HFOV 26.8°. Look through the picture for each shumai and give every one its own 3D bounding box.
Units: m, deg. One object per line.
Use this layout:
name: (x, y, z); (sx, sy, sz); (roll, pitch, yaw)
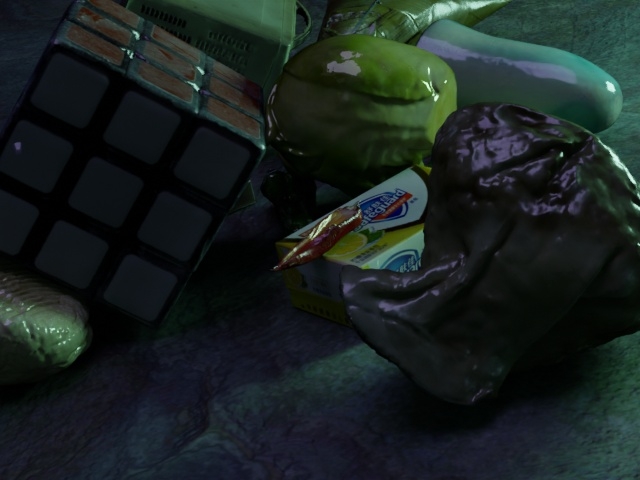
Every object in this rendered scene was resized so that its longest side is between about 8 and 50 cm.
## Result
shumai: (0.197, 0.052, 1.424); (0.330, 0.292, 0.288); (27, 49, 24)

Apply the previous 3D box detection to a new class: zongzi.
zongzi: (0.178, -0.382, 2.477); (0.361, 0.160, 0.323); (-2, 31, 7)

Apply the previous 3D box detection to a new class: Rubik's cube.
Rubik's cube: (-0.270, -0.114, 1.789); (0.304, 0.301, 0.305); (28, 19, -12)

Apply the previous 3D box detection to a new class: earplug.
earplug: (0.315, -0.233, 2.069); (0.324, 0.185, 0.185); (14, 35, 35)

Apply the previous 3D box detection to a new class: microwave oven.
microwave oven: (-0.208, -0.333, 2.357); (0.333, 0.247, 0.394); (18, 23, -8)

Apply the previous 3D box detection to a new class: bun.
bun: (-0.400, 0.106, 1.713); (0.220, 0.134, 0.220); (19, 22, -8)

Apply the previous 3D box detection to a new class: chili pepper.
chili pepper: (-0.029, -0.043, 1.949); (0.088, 0.059, 0.227); (-11, 26, -7)
chili pepper: (0.000, 0.000, 1.639); (0.045, 0.027, 0.178); (3, 29, 39)

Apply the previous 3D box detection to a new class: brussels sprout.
brussels sprout: (0.047, -0.169, 1.897); (0.294, 0.227, 0.259); (-3, -7, 24)

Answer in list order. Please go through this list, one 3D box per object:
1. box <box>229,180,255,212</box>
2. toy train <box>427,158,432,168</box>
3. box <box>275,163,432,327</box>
box: (-0.260, -0.087, 2.169); (0.180, 0.047, 0.325); (-24, 27, -24)
toy train: (0.239, -0.106, 1.929); (0.119, 0.085, 0.251); (-3, 25, -17)
box: (0.096, 0.006, 1.729); (0.265, 0.097, 0.168); (-29, 29, -31)
